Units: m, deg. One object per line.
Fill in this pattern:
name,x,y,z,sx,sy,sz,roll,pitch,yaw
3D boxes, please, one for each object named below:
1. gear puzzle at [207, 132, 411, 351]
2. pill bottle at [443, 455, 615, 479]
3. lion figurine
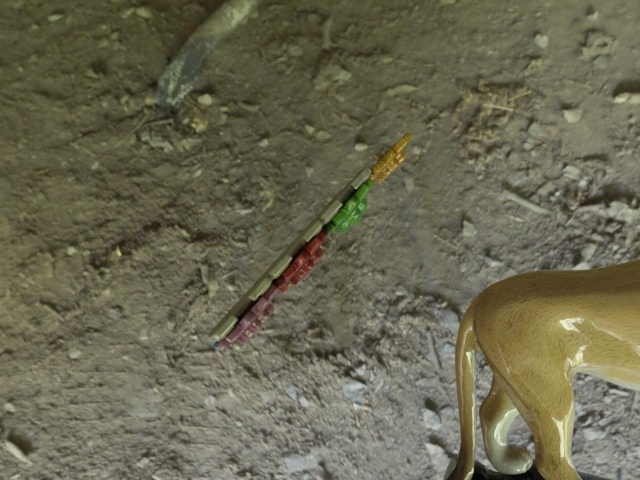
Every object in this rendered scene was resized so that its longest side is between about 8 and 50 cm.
gear puzzle,0.000,0.000,0.626,0.044,0.175,0.339,43,73,-3
pill bottle,0.222,0.269,0.481,0.219,0.123,0.123,12,62,7
lion figurine,0.236,0.060,0.382,0.392,0.142,0.240,-20,94,16
